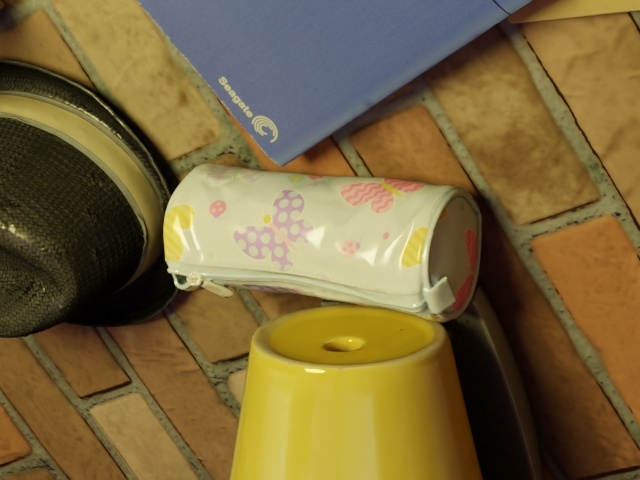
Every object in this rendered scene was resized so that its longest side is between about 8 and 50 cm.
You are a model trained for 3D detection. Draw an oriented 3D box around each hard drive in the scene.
[{"bbox_3d":[0.002,-0.205,1.304,0.210,0.040,0.319,50,137,-9],"label":"hard drive"},{"bbox_3d":[0.110,0.150,1.501,0.172,0.054,0.254,-2,120,33],"label":"hard drive"}]

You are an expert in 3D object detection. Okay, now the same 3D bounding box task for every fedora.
[{"bbox_3d":[-0.298,-0.011,1.566,0.334,0.152,0.334,16,128,21],"label":"fedora"}]

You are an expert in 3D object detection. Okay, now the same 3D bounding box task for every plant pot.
[{"bbox_3d":[0.027,0.189,1.392,0.254,0.254,0.239,6,108,28],"label":"plant pot"}]

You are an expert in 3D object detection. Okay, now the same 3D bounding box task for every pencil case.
[{"bbox_3d":[0.000,0.000,1.413,0.273,0.124,0.113,5,123,27],"label":"pencil case"}]

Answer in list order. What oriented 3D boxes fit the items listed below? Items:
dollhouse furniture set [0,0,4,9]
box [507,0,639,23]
[{"bbox_3d":[-0.379,-0.211,1.472,0.144,0.151,0.123,-31,103,40],"label":"dollhouse furniture set"},{"bbox_3d":[0.208,-0.239,1.185,0.201,0.021,0.164,-1,121,31],"label":"box"}]
